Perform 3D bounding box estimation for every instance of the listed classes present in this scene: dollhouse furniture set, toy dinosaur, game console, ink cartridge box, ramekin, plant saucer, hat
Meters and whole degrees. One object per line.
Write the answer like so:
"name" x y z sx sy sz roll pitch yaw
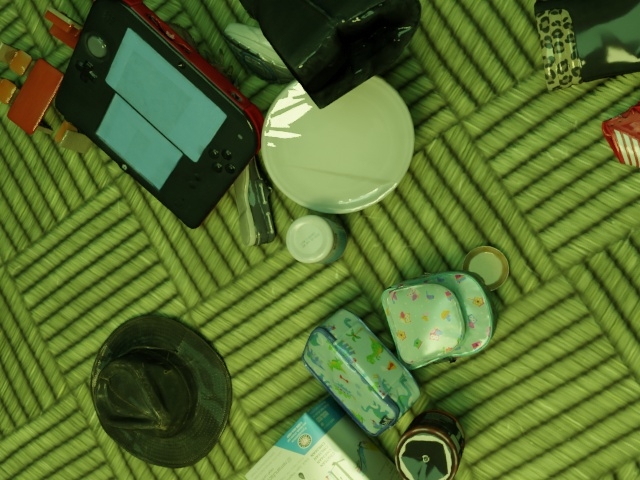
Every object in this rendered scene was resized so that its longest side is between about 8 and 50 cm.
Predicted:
"dollhouse furniture set" -0.580 -0.353 1.478 0.262 0.135 0.259 34 97 14
"toy dinosaur" -0.275 -0.350 1.372 0.200 0.127 0.296 -29 86 21
"game console" -0.312 -0.232 1.311 0.386 0.060 0.342 43 130 -4
"ink cartridge box" 0.021 0.437 1.261 0.232 0.168 0.171 45 99 12
"ramekin" 0.030 -0.194 1.255 0.273 0.127 0.273 0 119 0
"plant saucer" 0.303 0.052 1.274 0.083 0.015 0.083 -1 88 17
"hat" -0.349 0.310 1.391 0.331 0.134 0.331 -1 87 16

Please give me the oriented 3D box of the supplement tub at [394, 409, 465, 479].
"supplement tub" 0.195 0.353 1.199 0.106 0.198 0.106 0 89 16

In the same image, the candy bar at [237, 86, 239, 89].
"candy bar" -0.244 -0.317 1.443 0.161 0.018 0.040 17 92 15

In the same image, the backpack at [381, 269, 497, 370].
"backpack" 0.215 0.136 1.232 0.188 0.144 0.166 -17 80 13

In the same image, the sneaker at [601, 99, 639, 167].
"sneaker" 0.553 -0.232 1.179 0.128 0.087 0.221 7 89 15

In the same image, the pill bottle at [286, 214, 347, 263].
"pill bottle" 0.000 0.000 1.287 0.087 0.160 0.087 -1 87 16

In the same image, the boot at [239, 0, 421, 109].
"boot" 0.041 -0.450 1.143 0.367 0.146 0.445 -47 35 14

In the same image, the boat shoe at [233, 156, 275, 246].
"boat shoe" -0.131 -0.089 1.392 0.065 0.075 0.206 -2 79 -27

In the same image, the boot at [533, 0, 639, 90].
"boot" 0.509 -0.429 1.165 0.284 0.138 0.377 -9 72 26

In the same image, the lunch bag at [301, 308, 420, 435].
"lunch bag" 0.068 0.244 1.258 0.090 0.176 0.219 -37 77 -29

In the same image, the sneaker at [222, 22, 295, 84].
"sneaker" -0.051 -0.372 1.360 0.297 0.111 0.129 22 79 12
